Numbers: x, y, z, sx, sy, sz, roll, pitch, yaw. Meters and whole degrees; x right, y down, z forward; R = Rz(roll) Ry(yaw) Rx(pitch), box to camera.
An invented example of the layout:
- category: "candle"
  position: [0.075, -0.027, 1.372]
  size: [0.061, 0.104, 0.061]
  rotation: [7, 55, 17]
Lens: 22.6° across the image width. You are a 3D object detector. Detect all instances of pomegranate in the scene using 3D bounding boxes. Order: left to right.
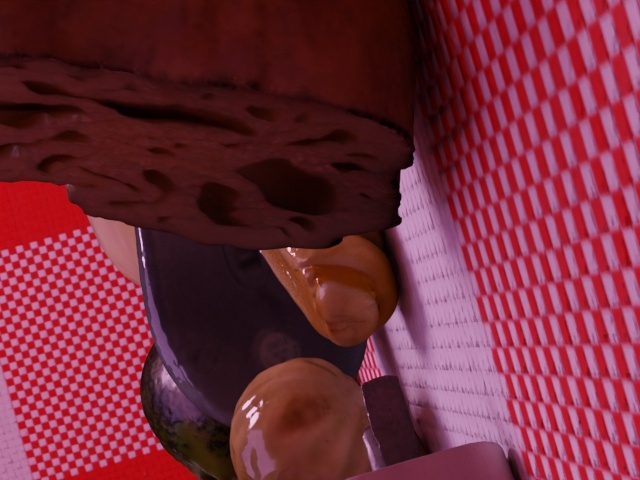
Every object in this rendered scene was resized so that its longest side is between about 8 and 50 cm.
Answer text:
- category: "pomegranate"
  position: [-0.069, 0.137, 1.709]
  size: [0.277, 0.222, 0.204]
  rotation: [-70, -18, -49]

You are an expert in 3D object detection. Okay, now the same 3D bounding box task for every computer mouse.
- category: "computer mouse"
  position: [-0.074, -0.014, 1.405]
  size: [0.122, 0.188, 0.371]
  rotation: [103, 152, -82]

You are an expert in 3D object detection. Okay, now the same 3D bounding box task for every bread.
- category: "bread"
  position: [0.000, 0.000, 1.225]
  size: [0.177, 0.084, 0.119]
  rotation: [58, 168, 35]

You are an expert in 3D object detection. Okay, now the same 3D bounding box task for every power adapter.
- category: "power adapter"
  position: [0.064, 0.187, 0.996]
  size: [0.130, 0.125, 0.205]
  rotation: [84, 169, -60]

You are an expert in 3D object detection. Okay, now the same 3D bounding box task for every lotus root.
- category: "lotus root"
  position: [-0.096, -0.131, 0.943]
  size: [0.316, 0.316, 0.250]
  rotation: [93, 176, -69]

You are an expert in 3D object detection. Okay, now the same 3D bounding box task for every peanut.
- category: "peanut"
  position: [0.025, 0.217, 1.315]
  size: [0.147, 0.147, 0.319]
  rotation: [-114, 1, -48]

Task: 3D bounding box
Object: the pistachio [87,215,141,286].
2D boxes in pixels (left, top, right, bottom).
- category: "pistachio"
  position: [-0.127, -0.087, 1.564]
  size: [0.238, 0.229, 0.321]
  rotation: [-10, -85, -71]
